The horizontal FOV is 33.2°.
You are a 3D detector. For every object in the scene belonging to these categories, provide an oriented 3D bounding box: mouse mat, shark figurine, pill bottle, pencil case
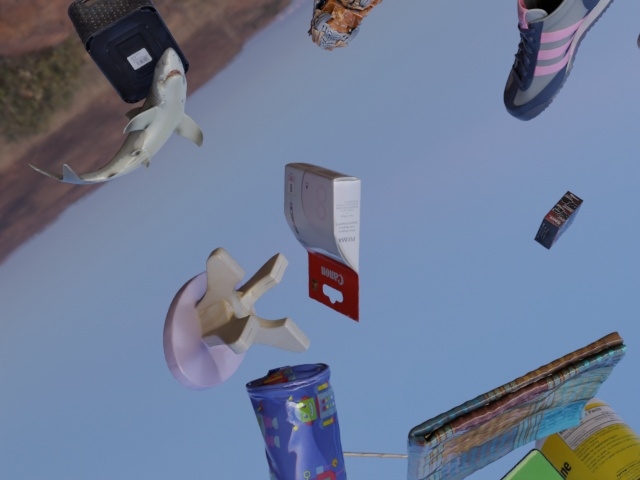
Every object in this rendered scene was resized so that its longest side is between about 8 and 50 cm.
[{"bbox_3d":[0.386,0.467,1.837,0.153,0.189,0.007,-34,169,-31],"label":"mouse mat"},{"bbox_3d":[-0.304,-0.166,1.682,0.278,0.166,0.116,-45,-131,-5],"label":"shark figurine"},{"bbox_3d":[0.553,0.438,2.153,0.188,0.188,0.334,-38,-133,-2],"label":"pill bottle"},{"bbox_3d":[-0.024,0.318,1.464,0.119,0.306,0.133,-11,-172,-22],"label":"pencil case"}]

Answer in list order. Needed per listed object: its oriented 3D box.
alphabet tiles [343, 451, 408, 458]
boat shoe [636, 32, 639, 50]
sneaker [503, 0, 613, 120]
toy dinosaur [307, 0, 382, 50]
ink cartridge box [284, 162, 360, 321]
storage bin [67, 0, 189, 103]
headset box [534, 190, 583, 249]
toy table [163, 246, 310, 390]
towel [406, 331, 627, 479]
[{"bbox_3d":[0.043,0.402,2.023,0.198,0.009,0.237,7,168,-24],"label":"alphabet tiles"},{"bbox_3d":[0.524,-0.342,1.531,0.184,0.063,0.066,-37,-133,9],"label":"boat shoe"},{"bbox_3d":[0.342,-0.329,1.682,0.319,0.131,0.112,-66,-146,35],"label":"sneaker"},{"bbox_3d":[0.084,-0.385,1.297,0.322,0.164,0.218,-38,-151,17],"label":"toy dinosaur"},{"bbox_3d":[0.000,0.000,1.729,0.066,0.232,0.189,-1,-169,-26],"label":"ink cartridge box"},{"bbox_3d":[-0.298,-0.313,1.680,0.122,0.084,0.180,-31,149,-1],"label":"storage bin"},{"bbox_3d":[0.376,-0.030,1.705,0.083,0.032,0.062,-42,159,-29],"label":"headset box"},{"bbox_3d":[-0.156,0.138,1.953,0.161,0.252,0.274,-28,-144,34],"label":"toy table"},{"bbox_3d":[0.230,0.229,1.328,0.272,0.040,0.370,-25,159,-5],"label":"towel"}]
